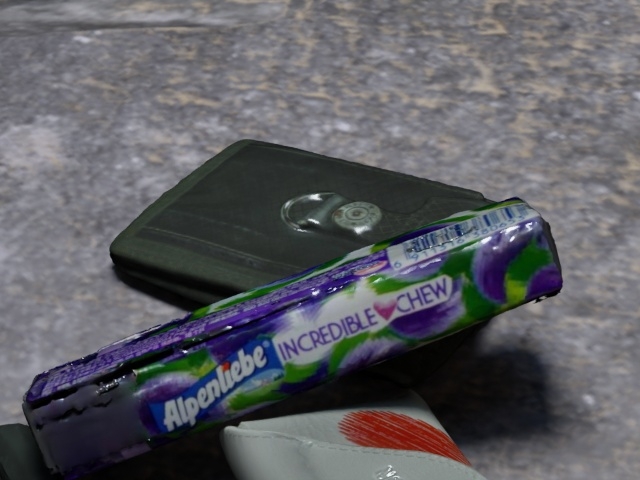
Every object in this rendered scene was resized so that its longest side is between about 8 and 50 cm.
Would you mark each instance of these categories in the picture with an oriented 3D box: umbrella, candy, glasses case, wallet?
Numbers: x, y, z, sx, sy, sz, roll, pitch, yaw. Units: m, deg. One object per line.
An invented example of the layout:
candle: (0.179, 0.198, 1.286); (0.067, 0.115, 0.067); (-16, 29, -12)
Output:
umbrella: (-0.153, 0.150, 1.122); (0.036, 0.031, 0.133); (-24, 46, -17)
candy: (-0.014, 0.054, 1.121); (0.312, 0.061, 0.088); (-20, 9, 4)
glasses case: (0.062, 0.173, 1.032); (0.128, 0.083, 0.308); (-24, 45, -18)
wallet: (0.000, 0.000, 1.263); (0.245, 0.052, 0.168); (19, 45, 28)
